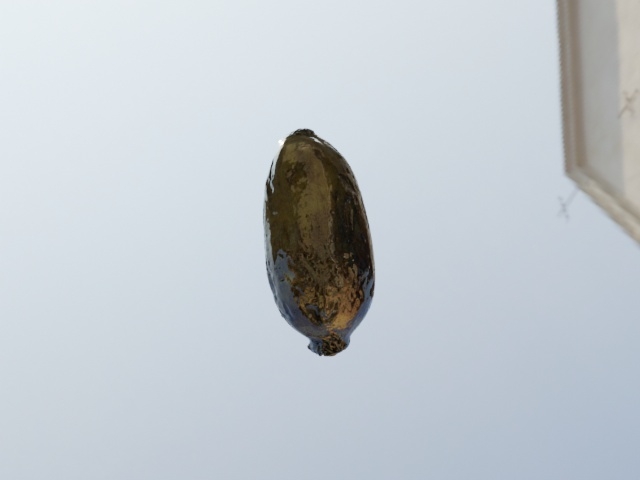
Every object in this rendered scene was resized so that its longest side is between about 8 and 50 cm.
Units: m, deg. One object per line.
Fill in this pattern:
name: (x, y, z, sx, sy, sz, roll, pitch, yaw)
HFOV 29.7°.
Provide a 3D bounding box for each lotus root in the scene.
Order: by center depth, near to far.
lotus root: (0.000, 0.000, 0.935, 0.080, 0.089, 0.179, -6, -91, 19)
